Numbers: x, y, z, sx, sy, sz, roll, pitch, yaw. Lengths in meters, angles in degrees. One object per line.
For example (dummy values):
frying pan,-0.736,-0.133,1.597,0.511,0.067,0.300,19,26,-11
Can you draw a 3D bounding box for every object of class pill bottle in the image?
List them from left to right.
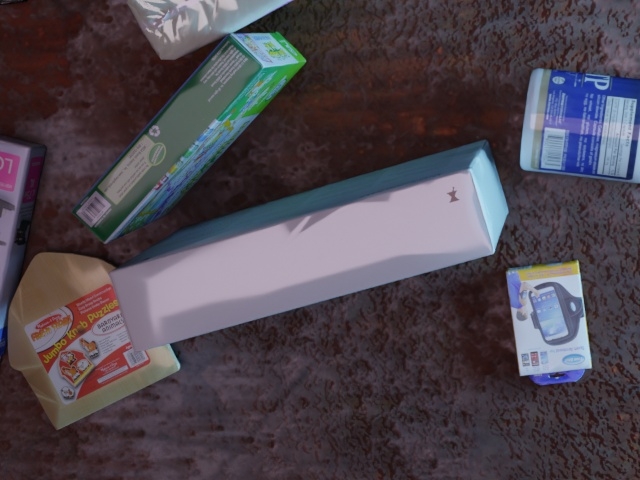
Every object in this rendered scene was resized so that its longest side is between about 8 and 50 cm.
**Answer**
pill bottle,0.310,-0.119,1.723,0.187,0.112,0.112,7,98,8

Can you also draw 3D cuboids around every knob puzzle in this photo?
knob puzzle,-0.279,0.099,1.894,0.213,0.030,0.213,1,98,10

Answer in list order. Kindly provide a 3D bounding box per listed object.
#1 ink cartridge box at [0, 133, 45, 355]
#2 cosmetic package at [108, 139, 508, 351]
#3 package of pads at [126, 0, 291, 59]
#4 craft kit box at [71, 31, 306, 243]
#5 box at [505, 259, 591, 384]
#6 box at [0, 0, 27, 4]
ink cartridge box,-0.444,0.018,1.899,0.186,0.065,0.311,14,101,8
cosmetic package,0.000,0.000,1.705,0.377,0.284,0.097,-16,94,12
package of pads,-0.039,-0.306,1.701,0.296,0.229,0.101,-26,102,14
craft kit box,-0.135,-0.115,1.733,0.061,0.246,0.250,43,103,-1
box,0.254,0.094,1.803,0.081,0.028,0.136,-8,94,10
box,-0.375,-0.312,1.864,0.067,0.018,0.083,-6,96,11
